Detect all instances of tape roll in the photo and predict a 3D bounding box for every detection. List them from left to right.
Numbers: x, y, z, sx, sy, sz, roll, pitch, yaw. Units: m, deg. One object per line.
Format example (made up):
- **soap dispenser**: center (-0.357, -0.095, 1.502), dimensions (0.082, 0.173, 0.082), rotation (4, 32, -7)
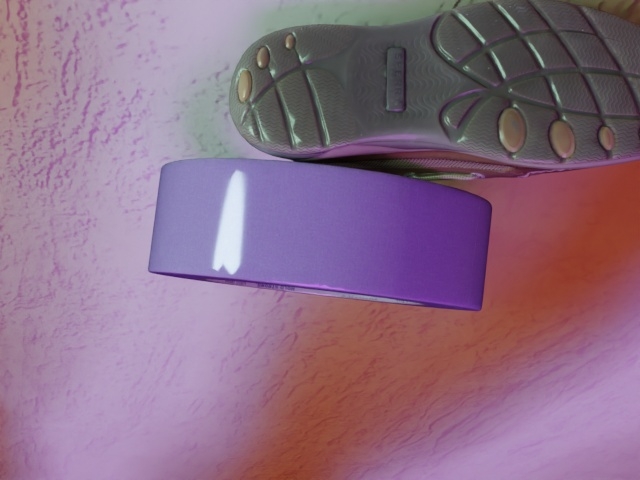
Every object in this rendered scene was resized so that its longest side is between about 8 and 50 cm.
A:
- **tape roll**: center (0.000, 0.000, 0.811), dimensions (0.275, 0.090, 0.275), rotation (7, 175, 1)

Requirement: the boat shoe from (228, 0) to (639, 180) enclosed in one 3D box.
- **boat shoe**: center (0.101, -0.100, 0.713), dimensions (0.325, 0.123, 0.116), rotation (5, 170, 13)
